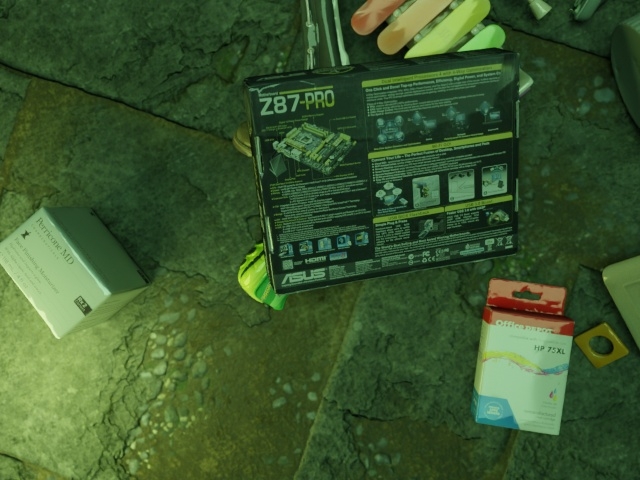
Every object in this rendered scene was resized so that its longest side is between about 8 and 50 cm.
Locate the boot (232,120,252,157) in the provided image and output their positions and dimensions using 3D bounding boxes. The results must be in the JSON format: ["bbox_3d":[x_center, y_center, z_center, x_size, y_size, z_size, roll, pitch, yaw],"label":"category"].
[{"bbox_3d":[0.011,-0.181,1.158,0.306,0.112,0.115,4,132,0],"label":"boot"}]

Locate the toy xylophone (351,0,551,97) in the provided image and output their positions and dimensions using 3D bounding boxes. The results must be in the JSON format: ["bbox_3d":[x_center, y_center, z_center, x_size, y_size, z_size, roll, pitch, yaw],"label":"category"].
[{"bbox_3d":[0.214,-0.352,1.133,0.323,0.081,0.236,40,105,-6],"label":"toy xylophone"}]

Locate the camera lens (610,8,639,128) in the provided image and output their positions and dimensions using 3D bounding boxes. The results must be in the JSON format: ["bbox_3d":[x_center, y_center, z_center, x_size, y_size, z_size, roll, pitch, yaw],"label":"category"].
[{"bbox_3d":[0.602,-0.281,1.053,0.275,0.219,0.219,-22,89,6],"label":"camera lens"}]

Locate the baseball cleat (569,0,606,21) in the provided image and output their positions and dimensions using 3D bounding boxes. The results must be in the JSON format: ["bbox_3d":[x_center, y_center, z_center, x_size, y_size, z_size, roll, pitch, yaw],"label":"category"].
[{"bbox_3d":[0.490,-0.425,1.137,0.110,0.072,0.205,30,98,-2],"label":"baseball cleat"}]

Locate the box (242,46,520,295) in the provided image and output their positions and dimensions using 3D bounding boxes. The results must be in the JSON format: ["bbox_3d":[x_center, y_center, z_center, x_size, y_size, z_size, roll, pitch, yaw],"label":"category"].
[{"bbox_3d":[0.099,-0.104,1.077,0.395,0.097,0.318,-10,113,-8],"label":"box"}]

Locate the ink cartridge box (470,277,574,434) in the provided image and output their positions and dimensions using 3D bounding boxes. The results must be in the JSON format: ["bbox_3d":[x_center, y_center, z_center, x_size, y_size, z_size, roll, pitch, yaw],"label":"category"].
[{"bbox_3d":[0.328,0.184,1.168,0.134,0.078,0.230,7,92,6],"label":"ink cartridge box"}]

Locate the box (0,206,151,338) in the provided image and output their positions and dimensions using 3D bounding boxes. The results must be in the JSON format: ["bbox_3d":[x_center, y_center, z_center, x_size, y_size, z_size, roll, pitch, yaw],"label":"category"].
[{"bbox_3d":[-0.406,0.047,1.193,0.119,0.182,0.181,-40,87,6],"label":"box"}]

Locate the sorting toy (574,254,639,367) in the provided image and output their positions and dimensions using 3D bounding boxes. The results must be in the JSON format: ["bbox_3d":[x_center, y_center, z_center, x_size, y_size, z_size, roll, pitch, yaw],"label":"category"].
[{"bbox_3d":[0.559,0.098,1.105,0.348,0.047,0.195,-24,95,35],"label":"sorting toy"}]

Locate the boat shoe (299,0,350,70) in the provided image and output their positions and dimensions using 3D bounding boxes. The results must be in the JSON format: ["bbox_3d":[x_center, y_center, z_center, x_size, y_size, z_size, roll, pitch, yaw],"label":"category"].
[{"bbox_3d":[-0.015,-0.369,1.175,0.096,0.112,0.334,-11,94,2],"label":"boat shoe"}]

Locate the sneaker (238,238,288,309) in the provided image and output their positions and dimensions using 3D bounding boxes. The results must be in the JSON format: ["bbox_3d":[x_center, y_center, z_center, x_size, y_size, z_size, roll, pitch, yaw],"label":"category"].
[{"bbox_3d":[0.000,0.000,1.201,0.296,0.109,0.123,-39,115,2],"label":"sneaker"}]
